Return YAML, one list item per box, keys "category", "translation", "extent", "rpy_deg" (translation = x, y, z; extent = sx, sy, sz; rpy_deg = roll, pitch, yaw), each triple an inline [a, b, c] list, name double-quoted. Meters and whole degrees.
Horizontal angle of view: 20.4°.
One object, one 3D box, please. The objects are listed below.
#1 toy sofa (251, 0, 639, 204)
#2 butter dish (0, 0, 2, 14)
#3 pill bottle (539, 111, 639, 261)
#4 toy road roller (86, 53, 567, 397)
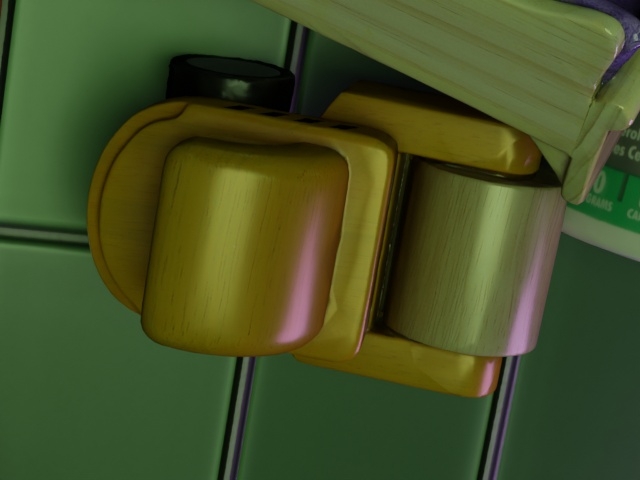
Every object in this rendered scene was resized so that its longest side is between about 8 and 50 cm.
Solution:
- category: "toy sofa"
  translation: [0.064, -0.194, 1.174]
  extent: [0.363, 0.177, 0.150]
  rpy_deg: [26, 58, 11]
- category: "butter dish"
  translation: [-0.265, -0.184, 1.223]
  extent: [0.118, 0.160, 0.160]
  rpy_deg: [-10, 109, -36]
- category: "pill bottle"
  translation: [0.299, -0.166, 1.329]
  extent: [0.204, 0.204, 0.361]
  rpy_deg: [10, 102, -17]
- category: "toy road roller"
  translation: [0.000, 0.000, 1.247]
  extent: [0.330, 0.240, 0.202]
  rpy_deg: [11, 104, 5]
